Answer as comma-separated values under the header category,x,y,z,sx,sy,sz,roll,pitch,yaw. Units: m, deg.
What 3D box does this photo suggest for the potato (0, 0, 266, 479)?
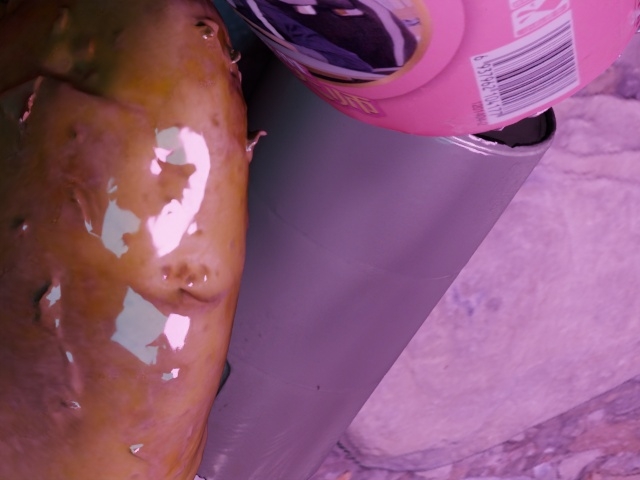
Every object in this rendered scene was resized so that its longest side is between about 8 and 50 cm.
category,x,y,z,sx,sy,sz,roll,pitch,yaw
potato,-0.120,0.016,0.652,0.141,0.191,0.296,-19,139,-54

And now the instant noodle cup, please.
category,x,y,z,sx,sy,sz,roll,pitch,yaw
instant noodle cup,0.021,-0.156,0.514,0.244,0.244,0.255,-29,156,4

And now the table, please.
category,x,y,z,sx,sy,sz,roll,pitch,yaw
table,0.000,0.000,0.728,0.126,0.126,0.220,11,126,-32
